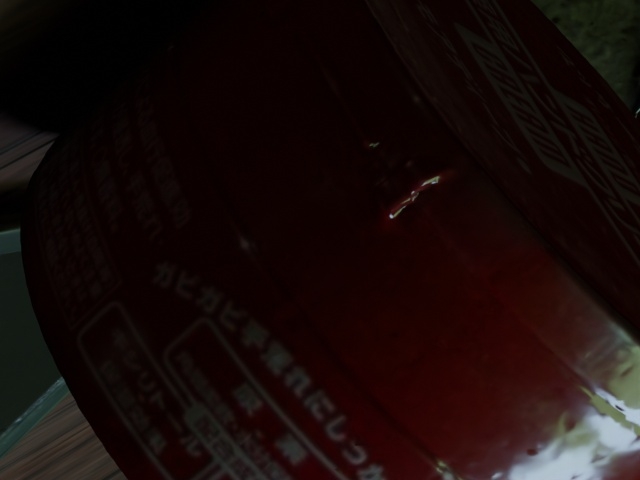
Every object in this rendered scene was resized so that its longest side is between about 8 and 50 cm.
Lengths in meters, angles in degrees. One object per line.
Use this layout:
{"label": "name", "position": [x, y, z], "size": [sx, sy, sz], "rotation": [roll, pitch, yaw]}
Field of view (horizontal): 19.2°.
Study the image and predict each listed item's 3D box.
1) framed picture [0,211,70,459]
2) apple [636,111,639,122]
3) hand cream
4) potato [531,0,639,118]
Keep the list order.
{"label": "framed picture", "position": [-0.141, 0.048, 0.609], "size": [0.197, 0.014, 0.252], "rotation": [-43, 165, 27]}
{"label": "apple", "position": [0.170, -0.005, 0.803], "size": [0.164, 0.209, 0.209], "rotation": [-18, 169, 11]}
{"label": "hand cream", "position": [0.024, 0.009, 0.516], "size": [0.125, 0.193, 0.193], "rotation": [-39, 166, 20]}
{"label": "potato", "position": [0.074, -0.076, 0.635], "size": [0.100, 0.089, 0.172], "rotation": [-55, 159, -68]}
